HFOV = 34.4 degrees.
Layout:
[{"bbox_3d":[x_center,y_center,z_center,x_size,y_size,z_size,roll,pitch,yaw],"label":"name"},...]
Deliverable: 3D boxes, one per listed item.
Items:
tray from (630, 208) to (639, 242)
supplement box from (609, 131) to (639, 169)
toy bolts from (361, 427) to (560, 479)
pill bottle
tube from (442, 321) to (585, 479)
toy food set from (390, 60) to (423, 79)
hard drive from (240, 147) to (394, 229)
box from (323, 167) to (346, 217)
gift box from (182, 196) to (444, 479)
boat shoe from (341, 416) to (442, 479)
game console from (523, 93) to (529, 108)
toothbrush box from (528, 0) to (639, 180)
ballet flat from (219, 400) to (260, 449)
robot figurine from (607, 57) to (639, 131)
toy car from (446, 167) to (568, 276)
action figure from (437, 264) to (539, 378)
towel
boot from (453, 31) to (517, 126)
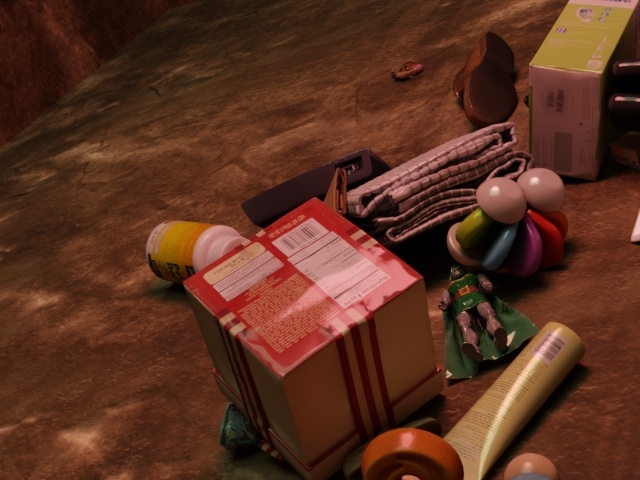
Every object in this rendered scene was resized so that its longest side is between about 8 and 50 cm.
[{"bbox_3d":[0.544,-0.075,1.409,0.270,0.030,0.145,-22,39,62],"label":"tray"},{"bbox_3d":[0.533,-0.160,1.691,0.098,0.036,0.062,-31,28,-15],"label":"supplement box"},{"bbox_3d":[0.149,0.258,1.076,0.229,0.218,0.158,2,26,10],"label":"toy bolts"},{"bbox_3d":[-0.215,0.027,1.882,0.215,0.117,0.117,6,39,47],"label":"pill bottle"},{"bbox_3d":[0.230,0.199,1.261,0.240,0.062,0.070,-43,-12,-24],"label":"tube"},{"bbox_3d":[0.206,-0.402,2.447,0.078,0.019,0.122,-19,19,9],"label":"toy food set"},{"bbox_3d":[0.005,-0.076,1.851,0.255,0.172,0.054,-23,69,18],"label":"hard drive"},{"bbox_3d":[0.000,0.000,1.697,0.021,0.201,0.164,17,27,-8],"label":"box"},{"bbox_3d":[-0.007,0.122,1.346,0.255,0.258,0.276,-30,44,-17],"label":"gift box"},{"bbox_3d":[0.085,0.254,1.279,0.135,0.050,0.045,-28,32,-8],"label":"boat shoe"},{"bbox_3d":[0.458,-0.263,1.915,0.122,0.107,0.071,-41,2,-31],"label":"game console"},{"bbox_3d":[0.446,-0.266,1.741,0.122,0.206,0.283,12,42,25],"label":"toothbrush box"},{"bbox_3d":[-0.105,0.235,1.479,0.070,0.070,0.188,-19,28,11],"label":"ballet flat"},{"bbox_3d":[0.587,-0.218,1.575,0.278,0.209,0.173,4,26,22],"label":"robot figurine"},{"bbox_3d":[0.286,-0.010,1.515,0.182,0.159,0.136,-14,60,-33],"label":"toy car"},{"bbox_3d":[0.214,0.096,1.462,0.137,0.063,0.232,-24,22,7],"label":"action figure"},{"bbox_3d":[0.180,-0.075,1.667,0.284,0.121,0.235,-27,4,-8],"label":"towel"},{"bbox_3d":[0.325,-0.302,2.105,0.115,0.112,0.305,-44,17,36],"label":"boot"}]
